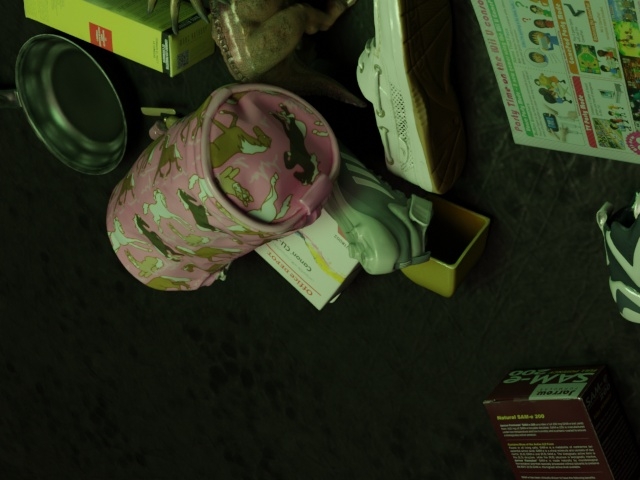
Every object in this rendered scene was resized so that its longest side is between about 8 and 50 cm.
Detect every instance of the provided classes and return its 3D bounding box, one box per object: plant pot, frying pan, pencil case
[{"bbox_3d":[0.133,0.014,1.410,0.081,0.081,0.083,25,148,24],"label":"plant pot"},{"bbox_3d":[-0.361,-0.167,1.709,0.326,0.053,0.197,-16,106,46],"label":"frying pan"},{"bbox_3d":[-0.120,-0.050,1.432,0.386,0.167,0.160,151,124,-64],"label":"pencil case"}]

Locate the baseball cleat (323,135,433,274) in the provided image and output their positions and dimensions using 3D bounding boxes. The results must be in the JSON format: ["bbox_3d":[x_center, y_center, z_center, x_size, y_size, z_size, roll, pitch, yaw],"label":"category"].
[{"bbox_3d":[0.055,-0.045,1.378,0.072,0.109,0.206,107,147,-48],"label":"baseball cleat"}]

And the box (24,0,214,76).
[{"bbox_3d":[-0.241,-0.269,1.517,0.232,0.087,0.058,24,131,24],"label":"box"}]

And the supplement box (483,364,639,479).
[{"bbox_3d":[0.293,0.261,1.446,0.130,0.073,0.239,-8,113,41],"label":"supplement box"}]

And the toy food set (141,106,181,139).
[{"bbox_3d":[-0.181,-0.120,1.617,0.078,0.019,0.122,7,131,34],"label":"toy food set"}]

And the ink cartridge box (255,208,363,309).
[{"bbox_3d":[0.000,0.000,1.513,0.115,0.067,0.198,43,136,8],"label":"ink cartridge box"}]

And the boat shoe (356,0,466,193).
[{"bbox_3d":[0.079,-0.175,1.309,0.096,0.098,0.277,14,128,34],"label":"boat shoe"}]

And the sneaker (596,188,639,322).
[{"bbox_3d":[0.362,-0.003,1.196,0.235,0.094,0.153,1,127,50],"label":"sneaker"}]

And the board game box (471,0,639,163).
[{"bbox_3d":[0.294,-0.163,1.089,0.303,0.097,0.224,13,148,32],"label":"board game box"}]

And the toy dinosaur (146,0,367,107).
[{"bbox_3d":[-0.079,-0.237,1.322,0.127,0.200,0.296,-17,107,44],"label":"toy dinosaur"}]
